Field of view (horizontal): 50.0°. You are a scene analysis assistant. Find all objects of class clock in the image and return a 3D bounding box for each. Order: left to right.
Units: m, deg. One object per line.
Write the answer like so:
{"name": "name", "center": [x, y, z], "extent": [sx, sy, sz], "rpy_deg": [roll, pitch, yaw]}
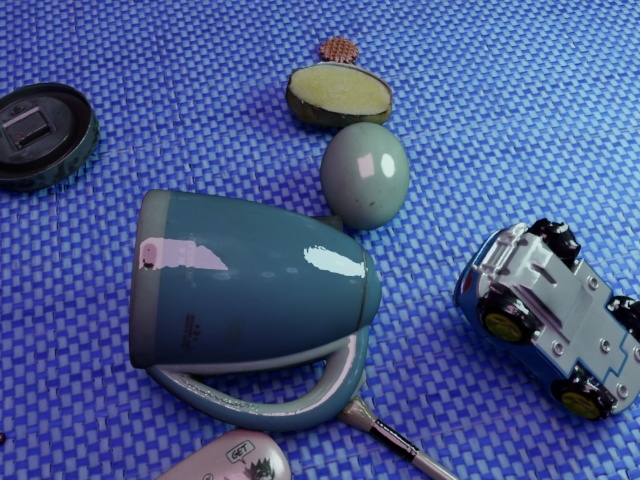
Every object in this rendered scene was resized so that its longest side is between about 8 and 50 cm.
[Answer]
{"name": "clock", "center": [-0.500, -0.181, 1.199], "extent": [0.226, 0.049, 0.226], "rpy_deg": [-5, 56, 7]}

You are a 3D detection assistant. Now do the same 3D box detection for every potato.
{"name": "potato", "center": [0.033, -0.254, 1.280], "extent": [0.200, 0.081, 0.164], "rpy_deg": [8, 48, -1]}

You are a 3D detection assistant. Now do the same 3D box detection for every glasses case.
{"name": "glasses case", "center": [-0.177, 0.354, 0.857], "extent": [0.314, 0.075, 0.122], "rpy_deg": [-31, 60, -21]}

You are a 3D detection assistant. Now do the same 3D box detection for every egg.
{"name": "egg", "center": [0.073, -0.107, 1.137], "extent": [0.149, 0.149, 0.192], "rpy_deg": [4, 61, 0]}

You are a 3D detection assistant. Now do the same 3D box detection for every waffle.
{"name": "waffle", "center": [0.038, -0.385, 1.397], "extent": [0.075, 0.029, 0.083], "rpy_deg": [-36, 62, -24]}

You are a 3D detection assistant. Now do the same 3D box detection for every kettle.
{"name": "kettle", "center": [-0.083, 0.100, 0.958], "extent": [0.342, 0.247, 0.319], "rpy_deg": [5, 73, -10]}

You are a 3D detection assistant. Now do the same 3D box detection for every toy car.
{"name": "toy car", "center": [0.334, 0.123, 0.997], "extent": [0.314, 0.166, 0.198], "rpy_deg": [43, 62, -9]}

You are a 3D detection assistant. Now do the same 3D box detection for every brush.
{"name": "brush", "center": [0.138, 0.305, 0.936], "extent": [0.299, 0.039, 0.042], "rpy_deg": [35, 65, 16]}

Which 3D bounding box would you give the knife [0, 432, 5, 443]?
{"name": "knife", "center": [-0.548, 0.295, 0.913], "extent": [0.247, 0.018, 0.035], "rpy_deg": [-14, 61, -11]}
